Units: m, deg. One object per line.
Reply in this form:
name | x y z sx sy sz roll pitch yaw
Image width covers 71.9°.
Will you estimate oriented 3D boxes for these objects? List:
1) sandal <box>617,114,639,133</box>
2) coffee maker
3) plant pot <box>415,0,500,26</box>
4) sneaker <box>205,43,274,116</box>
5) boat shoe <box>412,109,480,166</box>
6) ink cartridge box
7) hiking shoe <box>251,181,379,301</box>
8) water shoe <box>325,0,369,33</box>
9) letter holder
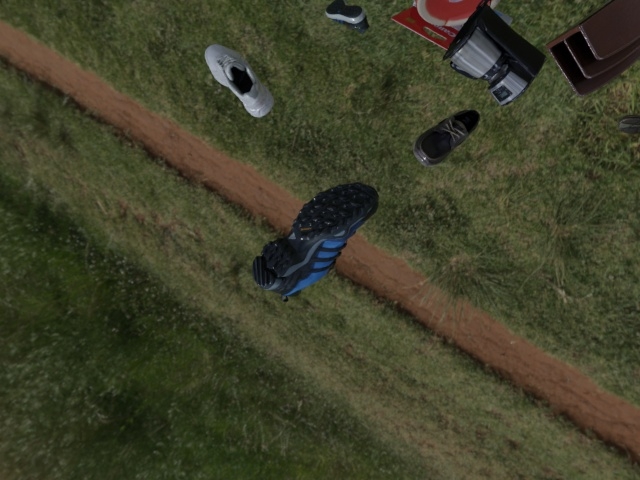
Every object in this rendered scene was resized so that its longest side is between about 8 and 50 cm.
sandal | 1.091 -0.383 1.462 0.219 0.060 0.090 9 148 0
coffee maker | 0.382 -0.406 0.938 0.178 0.120 0.171 34 99 -10
plant pot | 0.313 -0.663 1.017 0.274 0.274 0.244 -8 77 39
sneaker | -0.205 -0.409 1.064 0.232 0.090 0.115 46 -179 15
boat shoe | 0.465 -0.394 1.613 0.132 0.355 0.130 45 146 4
ink cartridge box | 0.420 -0.711 1.408 0.296 0.261 0.066 39 146 18
hiking shoe | 0.000 0.000 0.914 0.132 0.304 0.113 42 -167 -53
water shoe | 0.085 -0.731 1.454 0.080 0.073 0.203 45 -176 -46
letter holder | 0.885 -0.602 1.318 0.215 0.301 0.152 55 175 -6
